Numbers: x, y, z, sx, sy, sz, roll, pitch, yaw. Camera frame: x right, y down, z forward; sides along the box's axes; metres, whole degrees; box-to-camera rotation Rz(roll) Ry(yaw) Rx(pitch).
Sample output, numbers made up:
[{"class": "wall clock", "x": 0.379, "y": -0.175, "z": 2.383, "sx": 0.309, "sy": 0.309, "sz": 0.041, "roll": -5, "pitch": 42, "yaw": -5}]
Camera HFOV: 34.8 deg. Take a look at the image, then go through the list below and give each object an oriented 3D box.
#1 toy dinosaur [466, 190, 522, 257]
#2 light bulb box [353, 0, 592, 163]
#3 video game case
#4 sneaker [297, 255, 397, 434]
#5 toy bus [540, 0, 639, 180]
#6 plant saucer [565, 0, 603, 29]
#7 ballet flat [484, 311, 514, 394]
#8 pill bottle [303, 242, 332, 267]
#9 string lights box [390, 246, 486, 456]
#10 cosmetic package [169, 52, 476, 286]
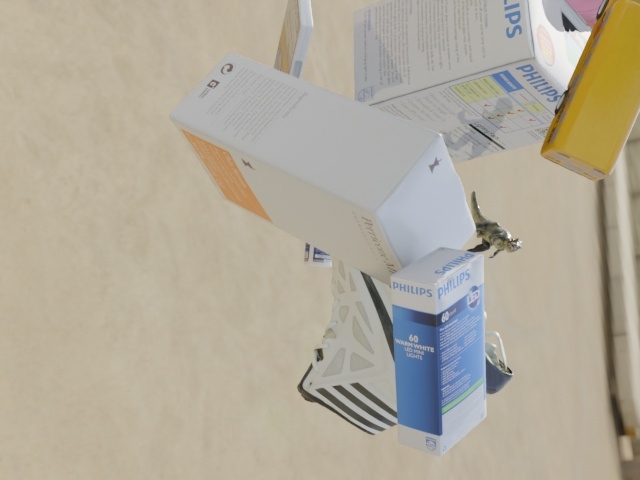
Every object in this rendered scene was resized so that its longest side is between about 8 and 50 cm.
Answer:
[{"class": "toy dinosaur", "x": 0.346, "y": -0.013, "z": 2.224, "sx": 0.064, "sy": 0.118, "sz": 0.268, "roll": 57, "pitch": 1, "yaw": -33}, {"class": "light bulb box", "x": 0.306, "y": -0.330, "z": 1.965, "sx": 0.358, "sy": 0.361, "sz": 0.225, "roll": 24, "pitch": 60, "yaw": -52}, {"class": "video game case", "x": -0.059, "y": -0.344, "z": 1.937, "sx": 0.204, "sy": 0.025, "sz": 0.285, "roll": -96, "pitch": -164, "yaw": -45}, {"class": "sneaker", "x": 0.033, "y": 0.139, "z": 1.809, "sx": 0.447, "sy": 0.258, "sz": 0.169, "roll": 62, "pitch": 11, "yaw": 30}, {"class": "toy bus", "x": 0.470, "y": -0.268, "z": 1.642, "sx": 0.130, "sy": 0.108, "sz": 0.332, "roll": 110, "pitch": 5, "yaw": -86}, {"class": "plant saucer", "x": 0.571, "y": -0.563, "z": 2.175, "sx": 0.084, "sy": 0.332, "sz": 0.332, "roll": 63, "pitch": 26, "yaw": -50}, {"class": "ballet flat", "x": 0.235, "y": 0.144, "z": 1.569, "sx": 0.203, "sy": 0.074, "sz": 0.074, "roll": 58, "pitch": 26, "yaw": -12}, {"class": "pill bottle", "x": 0.000, "y": 0.000, "z": 2.316, "sx": 0.067, "sy": 0.067, "sz": 0.120, "roll": 12, "pitch": 83, "yaw": -68}, {"class": "string lights box", "x": 0.170, "y": 0.154, "z": 1.439, "sx": 0.133, "sy": 0.077, "sz": 0.259, "roll": -26, "pitch": 118, "yaw": -47}, {"class": "cosmetic package", "x": -0.002, "y": -0.109, "z": 1.597, "sx": 0.161, "sy": 0.453, "sz": 0.230, "roll": -50, "pitch": 141, "yaw": -17}]
